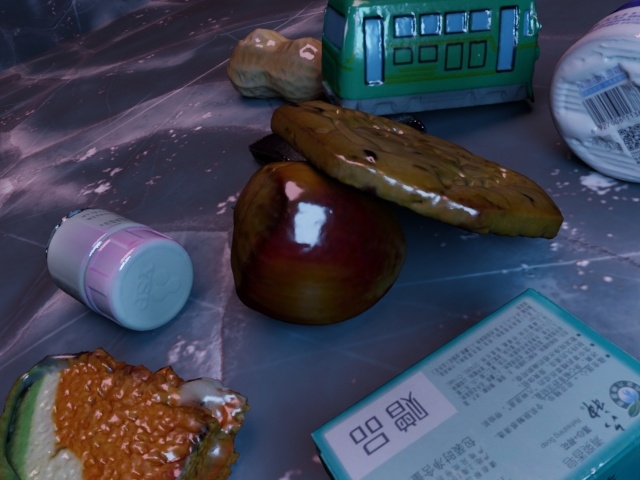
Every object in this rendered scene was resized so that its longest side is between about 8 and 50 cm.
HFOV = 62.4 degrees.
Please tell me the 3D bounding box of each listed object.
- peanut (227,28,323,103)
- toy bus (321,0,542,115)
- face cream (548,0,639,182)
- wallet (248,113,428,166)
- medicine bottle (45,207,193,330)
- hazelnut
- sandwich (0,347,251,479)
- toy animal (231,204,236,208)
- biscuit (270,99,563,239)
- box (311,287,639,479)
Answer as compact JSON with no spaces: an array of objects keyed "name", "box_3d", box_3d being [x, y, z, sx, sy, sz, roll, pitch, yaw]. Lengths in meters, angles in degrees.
[{"name":"peanut","box_3d":[-0.082,-0.360,1.102,0.149,0.149,0.313,-40,44,-25]},{"name":"toy bus","box_3d":[0.172,-0.317,0.844,0.343,0.200,0.184,-8,32,-10]},{"name":"face cream","box_3d":[0.387,-0.174,0.636,0.111,0.206,0.205,-39,43,-19]},{"name":"wallet","box_3d":[0.018,-0.169,0.896,0.220,0.072,0.262,-32,34,-15]},{"name":"medicine bottle","box_3d":[-0.269,0.036,0.709,0.168,0.135,0.135,17,51,38]},{"name":"hazelnut","box_3d":[0.000,0.000,0.611,0.208,0.208,0.208,-11,39,9]},{"name":"sandwich","box_3d":[-0.189,0.205,0.503,0.291,0.109,0.212,16,43,33]},{"name":"toy animal","box_3d":[-0.068,-0.030,0.764,0.220,0.062,0.108,13,48,42]},{"name":"biscuit","box_3d":[0.115,-0.095,0.633,0.358,0.046,0.359,17,23,-7]},{"name":"box","box_3d":[0.137,0.165,0.425,0.244,0.092,0.153,-28,38,-13]}]
